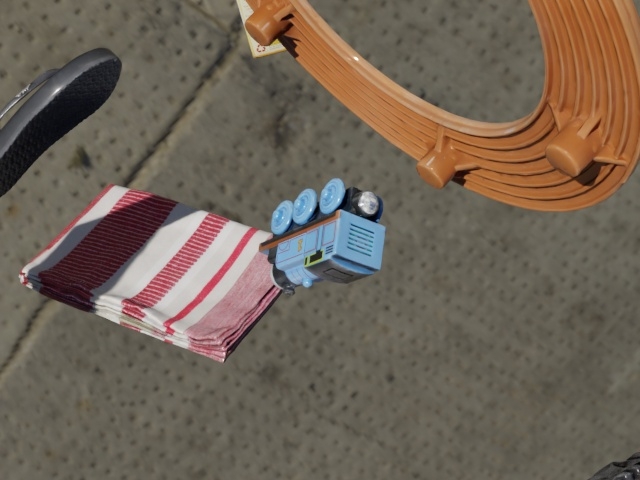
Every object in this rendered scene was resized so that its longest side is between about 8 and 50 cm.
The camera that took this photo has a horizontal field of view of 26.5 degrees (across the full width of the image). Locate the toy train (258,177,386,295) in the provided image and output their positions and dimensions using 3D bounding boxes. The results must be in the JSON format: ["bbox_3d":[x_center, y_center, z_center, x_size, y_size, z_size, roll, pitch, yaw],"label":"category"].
[{"bbox_3d":[0.000,0.000,1.512,0.080,0.184,0.105,23,65,-29],"label":"toy train"}]

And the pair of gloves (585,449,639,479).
[{"bbox_3d":[0.152,0.105,0.646,0.083,0.074,0.010,-20,81,-26],"label":"pair of gloves"}]

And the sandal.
[{"bbox_3d":[-0.320,-0.129,1.476,0.254,0.054,0.097,-38,166,23],"label":"sandal"}]

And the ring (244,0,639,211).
[{"bbox_3d":[0.024,-0.135,0.697,0.032,0.336,0.336,-46,129,-17],"label":"ring"}]

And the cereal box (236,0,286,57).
[{"bbox_3d":[-0.079,-0.323,1.345,0.047,0.173,0.240,-12,123,4],"label":"cereal box"}]

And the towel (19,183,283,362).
[{"bbox_3d":[-0.207,0.029,1.819,0.237,0.329,0.037,-51,150,-43],"label":"towel"}]
